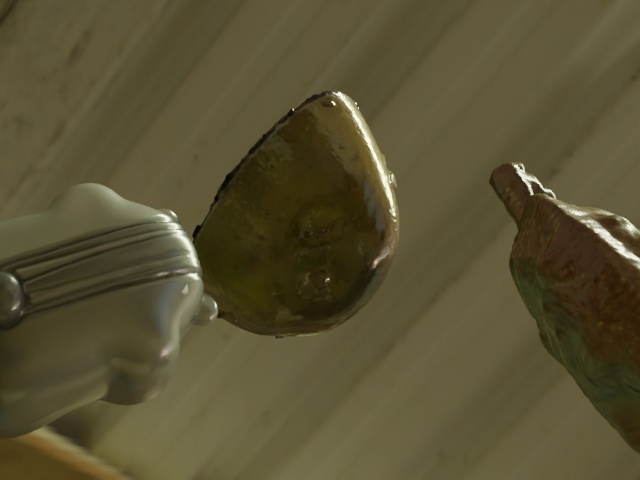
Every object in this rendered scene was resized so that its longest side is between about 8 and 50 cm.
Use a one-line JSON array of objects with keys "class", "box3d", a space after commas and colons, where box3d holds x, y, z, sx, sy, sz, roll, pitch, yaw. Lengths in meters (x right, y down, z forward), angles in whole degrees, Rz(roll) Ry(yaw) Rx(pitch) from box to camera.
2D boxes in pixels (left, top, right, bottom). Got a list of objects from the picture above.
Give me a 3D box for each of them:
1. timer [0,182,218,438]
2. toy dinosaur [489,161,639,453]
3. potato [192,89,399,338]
[{"class": "timer", "box3d": [-0.226, 0.066, 1.138, 0.315, 0.291, 0.291, -19, -58, -19]}, {"class": "toy dinosaur", "box3d": [0.178, 0.067, 0.833, 0.092, 0.393, 0.205, -36, -76, 3]}, {"class": "potato", "box3d": [0.000, 0.000, 1.327, 0.117, 0.182, 0.202, 40, -87, 27]}]
